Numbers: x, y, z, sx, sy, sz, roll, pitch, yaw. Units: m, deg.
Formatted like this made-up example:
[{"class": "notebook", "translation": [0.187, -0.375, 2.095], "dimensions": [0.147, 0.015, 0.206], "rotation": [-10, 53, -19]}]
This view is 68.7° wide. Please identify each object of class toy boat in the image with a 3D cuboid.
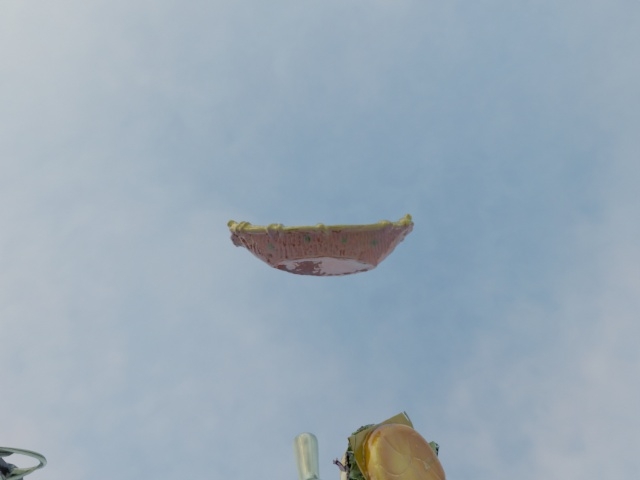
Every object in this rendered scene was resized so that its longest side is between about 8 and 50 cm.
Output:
[{"class": "toy boat", "translation": [0.002, 0.006, 0.785], "dimensions": [0.317, 0.141, 0.099], "rotation": [-2, -121, -3]}]

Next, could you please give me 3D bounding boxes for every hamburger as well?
[{"class": "hamburger", "translation": [0.100, 0.331, 0.649], "dimensions": [0.189, 0.164, 0.093], "rotation": [9, -48, -37]}]

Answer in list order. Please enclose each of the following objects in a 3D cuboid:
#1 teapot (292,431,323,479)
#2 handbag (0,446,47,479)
[{"class": "teapot", "translation": [-0.005, 0.546, 0.924], "dimensions": [0.220, 0.318, 0.149], "rotation": [39, -55, 3]}, {"class": "handbag", "translation": [-0.664, 0.414, 0.843], "dimensions": [0.315, 0.109, 0.241], "rotation": [6, -45, 1]}]
